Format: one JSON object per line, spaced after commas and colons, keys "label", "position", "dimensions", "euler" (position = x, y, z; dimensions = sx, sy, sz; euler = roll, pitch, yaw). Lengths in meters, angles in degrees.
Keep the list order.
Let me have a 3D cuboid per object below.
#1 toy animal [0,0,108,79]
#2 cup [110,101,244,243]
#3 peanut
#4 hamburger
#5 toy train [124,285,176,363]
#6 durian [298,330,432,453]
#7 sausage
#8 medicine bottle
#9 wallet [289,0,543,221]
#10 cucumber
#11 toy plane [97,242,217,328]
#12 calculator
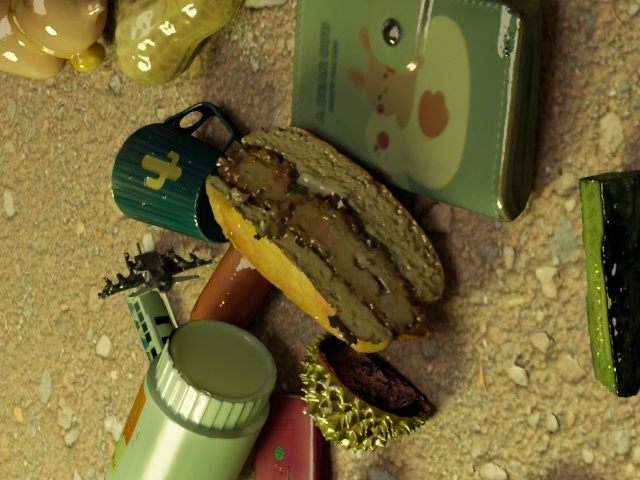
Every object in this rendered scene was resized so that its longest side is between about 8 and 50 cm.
{"label": "toy animal", "position": [-0.382, -0.309, 2.178], "dimensions": [0.248, 0.149, 0.165], "euler": [-17, 64, 36]}
{"label": "cup", "position": [-0.156, -0.086, 1.957], "dimensions": [0.155, 0.131, 0.176], "euler": [24, 85, 41]}
{"label": "peanut", "position": [-0.176, -0.296, 1.956], "dimensions": [0.257, 0.124, 0.123], "euler": [-44, 61, 41]}
{"label": "hamburger", "position": [0.000, 0.000, 1.734], "dimensions": [0.282, 0.155, 0.245], "euler": [54, 162, -8]}
{"label": "toy train", "position": [-0.204, 0.156, 2.070], "dimensions": [0.047, 0.043, 0.207], "euler": [-42, 62, 42]}
{"label": "durian", "position": [0.027, 0.189, 1.754], "dimensions": [0.187, 0.119, 0.108], "euler": [42, 118, 37]}
{"label": "sausage", "position": [-0.106, 0.065, 1.933], "dimensions": [0.077, 0.077, 0.194], "euler": [56, 130, 30]}
{"label": "medicine bottle", "position": [-0.169, 0.253, 1.931], "dimensions": [0.158, 0.158, 0.318], "euler": [54, 135, 32]}
{"label": "wallet", "position": [0.096, -0.179, 1.687], "dimensions": [0.360, 0.083, 0.252], "euler": [22, 113, 45]}
{"label": "cucumber", "position": [0.293, 0.040, 1.496], "dimensions": [0.078, 0.062, 0.211], "euler": [-151, 55, -81]}
{"label": "toy plane", "position": [-0.221, 0.038, 2.025], "dimensions": [0.234, 0.160, 0.082], "euler": [-134, 28, -63]}
{"label": "calculator", "position": [-0.038, 0.281, 1.899], "dimensions": [0.127, 0.034, 0.190], "euler": [-9, 85, 50]}
